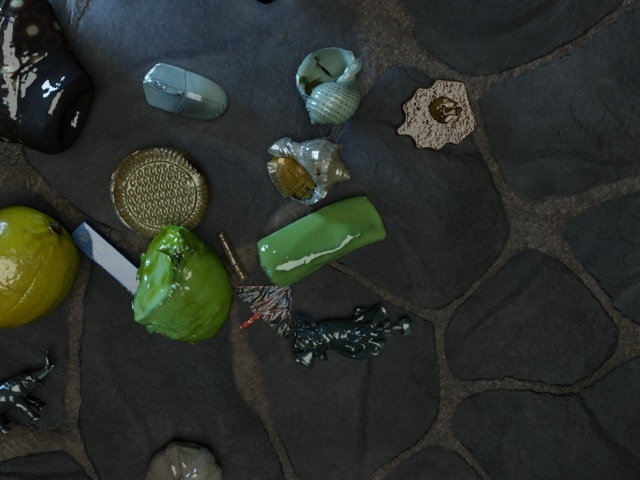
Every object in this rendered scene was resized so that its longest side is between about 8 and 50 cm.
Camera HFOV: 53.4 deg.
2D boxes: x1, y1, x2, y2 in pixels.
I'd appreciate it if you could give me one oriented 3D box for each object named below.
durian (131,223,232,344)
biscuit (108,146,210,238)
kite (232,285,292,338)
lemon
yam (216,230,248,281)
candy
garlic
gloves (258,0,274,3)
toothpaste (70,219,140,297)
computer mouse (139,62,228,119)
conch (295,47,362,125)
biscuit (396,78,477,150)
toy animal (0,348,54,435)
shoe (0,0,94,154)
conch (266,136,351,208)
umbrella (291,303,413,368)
[{"bbox_3d":[-0.346,0.122,1.613,0.256,0.204,0.339,-51,140,-2],"label":"durian"},{"bbox_3d":[-0.411,-0.121,1.627,0.259,0.079,0.259,-1,101,-6],"label":"biscuit"},{"bbox_3d":[-0.153,0.181,1.755,0.189,0.009,0.232,-43,102,4],"label":"kite"},{"bbox_3d":[-0.737,0.064,1.525,0.297,0.297,0.297,-1,102,-6],"label":"lemon"},{"bbox_3d":[-0.238,0.044,1.707,0.032,0.032,0.145,-26,102,-1],"label":"yam"},{"bbox_3d":[0.000,0.000,1.684,0.343,0.132,0.142,-24,61,-3],"label":"candy"},{"bbox_3d":[-0.371,0.669,1.728,0.218,0.212,0.219,-3,103,-12],"label":"garlic"},{"bbox_3d":[-0.094,-0.686,1.540,0.140,0.131,0.219,38,64,-11],"label":"gloves"},{"bbox_3d":[-0.531,0.062,1.666,0.272,0.053,0.066,44,89,-12],"label":"toothpaste"},{"bbox_3d":[-0.342,-0.370,1.590,0.229,0.068,0.113,15,98,-10],"label":"computer mouse"},{"bbox_3d":[0.028,-0.377,1.603,0.172,0.131,0.200,33,67,14],"label":"conch"},{"bbox_3d":[0.300,-0.327,1.692,0.215,0.034,0.182,-21,102,0],"label":"biscuit"},{"bbox_3d":[-0.792,0.414,1.690,0.269,0.082,0.137,-34,104,2],"label":"toy animal"},{"bbox_3d":[-0.654,-0.400,1.493,0.237,0.171,0.384,13,101,-2],"label":"shoe"},{"bbox_3d":[-0.035,-0.183,1.626,0.245,0.163,0.178,23,82,19],"label":"conch"},{"bbox_3d":[0.090,0.259,1.758,0.348,0.094,0.143,-5,106,-8],"label":"umbrella"}]
